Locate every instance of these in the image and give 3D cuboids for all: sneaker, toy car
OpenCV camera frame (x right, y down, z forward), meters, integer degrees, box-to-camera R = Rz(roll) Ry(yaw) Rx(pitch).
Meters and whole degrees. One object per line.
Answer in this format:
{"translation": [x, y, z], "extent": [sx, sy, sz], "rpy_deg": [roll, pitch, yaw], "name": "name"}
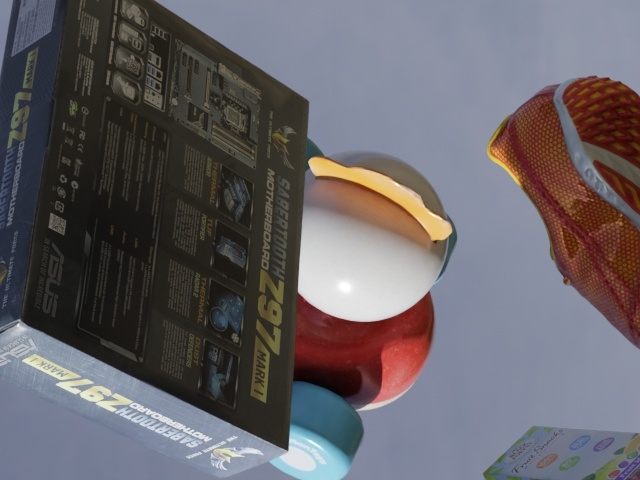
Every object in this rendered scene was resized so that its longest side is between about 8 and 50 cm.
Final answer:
{"translation": [0.135, 0.012, 0.756], "extent": [0.064, 0.067, 0.175], "rpy_deg": [-36, -84, -37], "name": "sneaker"}
{"translation": [0.000, 0.000, 1.245], "extent": [0.210, 0.238, 0.219], "rpy_deg": [28, -123, 1], "name": "toy car"}

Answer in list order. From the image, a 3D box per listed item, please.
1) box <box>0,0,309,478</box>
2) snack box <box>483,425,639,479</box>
{"translation": [-0.091, -0.013, 0.988], "extent": [0.183, 0.059, 0.233], "rpy_deg": [29, -130, -37], "name": "box"}
{"translation": [0.136, 0.140, 0.728], "extent": [0.037, 0.100, 0.141], "rpy_deg": [-39, -73, -28], "name": "snack box"}
